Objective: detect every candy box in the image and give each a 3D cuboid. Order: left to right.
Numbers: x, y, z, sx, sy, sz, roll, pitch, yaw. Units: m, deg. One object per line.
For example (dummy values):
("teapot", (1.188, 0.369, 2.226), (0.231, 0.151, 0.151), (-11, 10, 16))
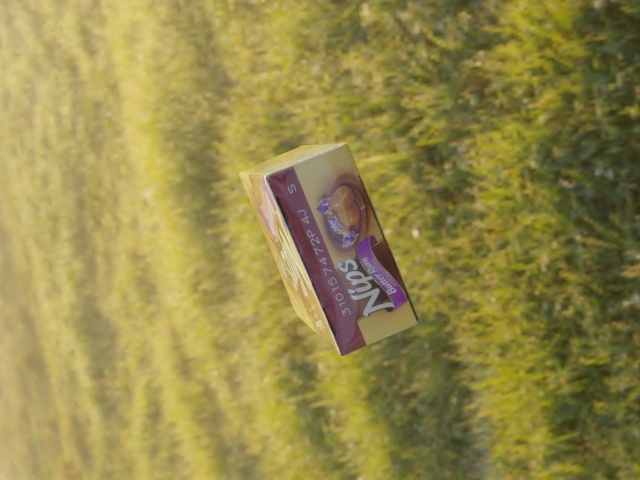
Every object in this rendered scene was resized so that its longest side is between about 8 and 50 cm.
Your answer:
("candy box", (0.000, 0.000, 0.781), (0.186, 0.053, 0.109), (-148, 35, -82))
